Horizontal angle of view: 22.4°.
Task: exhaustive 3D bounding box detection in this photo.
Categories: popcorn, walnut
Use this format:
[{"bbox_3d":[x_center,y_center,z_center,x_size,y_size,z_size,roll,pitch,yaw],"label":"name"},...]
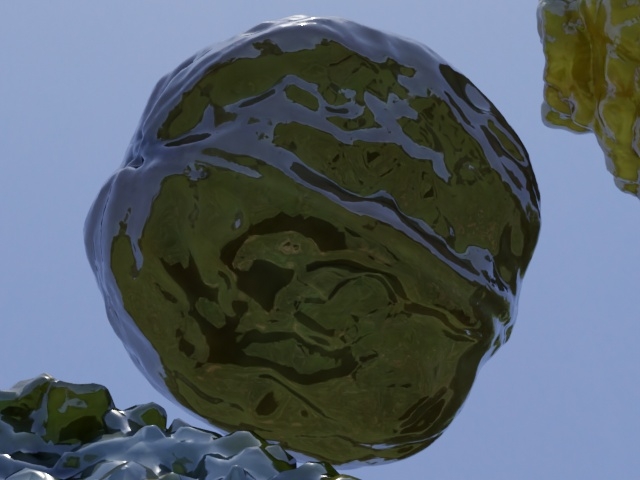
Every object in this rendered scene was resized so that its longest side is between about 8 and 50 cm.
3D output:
[{"bbox_3d":[0.261,-0.137,1.153,0.250,0.250,0.190,12,-45,-14],"label":"popcorn"},{"bbox_3d":[-0.001,0.002,0.972,0.273,0.273,0.227,26,-35,-21],"label":"walnut"}]

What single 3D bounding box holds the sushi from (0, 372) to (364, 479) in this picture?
[{"bbox_3d":[-0.140,0.196,0.538,0.351,0.396,0.240,-8,-75,-43],"label":"sushi"}]
